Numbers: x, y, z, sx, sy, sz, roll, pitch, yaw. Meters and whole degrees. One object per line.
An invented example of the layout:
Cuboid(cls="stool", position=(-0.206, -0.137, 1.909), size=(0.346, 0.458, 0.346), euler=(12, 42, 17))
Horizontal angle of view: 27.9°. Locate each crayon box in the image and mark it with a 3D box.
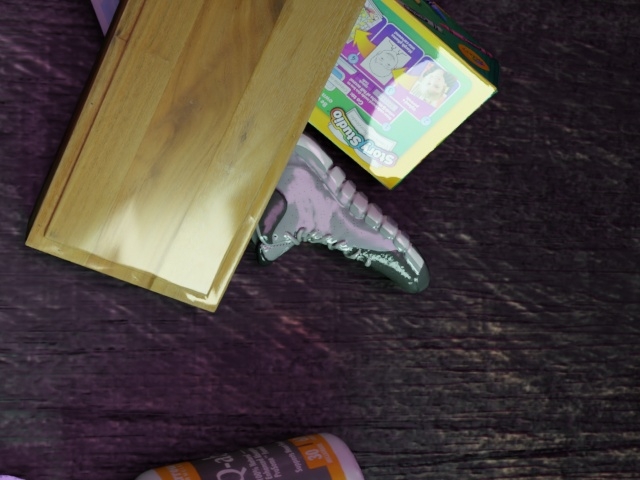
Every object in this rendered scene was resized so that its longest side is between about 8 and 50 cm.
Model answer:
Cuboid(cls="crayon box", position=(0.030, -0.203, 1.333), size=(0.278, 0.081, 0.165), euler=(39, 119, -14))

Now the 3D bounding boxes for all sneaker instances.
Cuboid(cls="sneaker", position=(0.000, 0.000, 1.364), size=(0.132, 0.086, 0.229), euler=(-44, 90, -12))

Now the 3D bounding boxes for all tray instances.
Cuboid(cls="tray", position=(-0.112, -0.147, 1.231), size=(0.202, 0.076, 0.411), euler=(21, 108, -17))

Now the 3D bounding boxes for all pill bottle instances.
Cuboid(cls="pill bottle", position=(-0.098, 0.291, 1.261), size=(0.278, 0.162, 0.162), euler=(-9, 89, -20))

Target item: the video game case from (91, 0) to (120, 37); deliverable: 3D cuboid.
Cuboid(cls="video game case", position=(-0.133, -0.271, 1.252), size=(0.204, 0.025, 0.285), euler=(-12, 117, 12))

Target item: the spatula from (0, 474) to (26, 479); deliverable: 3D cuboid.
Cuboid(cls="spatula", position=(-0.340, 0.371, 1.240), size=(0.084, 0.030, 0.296), euler=(22, 80, -16))
